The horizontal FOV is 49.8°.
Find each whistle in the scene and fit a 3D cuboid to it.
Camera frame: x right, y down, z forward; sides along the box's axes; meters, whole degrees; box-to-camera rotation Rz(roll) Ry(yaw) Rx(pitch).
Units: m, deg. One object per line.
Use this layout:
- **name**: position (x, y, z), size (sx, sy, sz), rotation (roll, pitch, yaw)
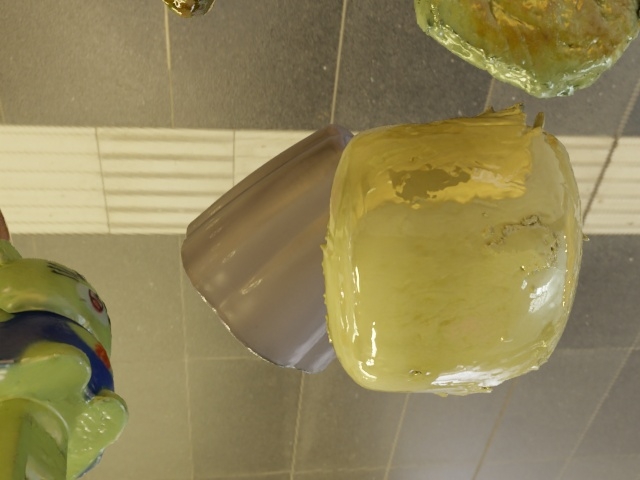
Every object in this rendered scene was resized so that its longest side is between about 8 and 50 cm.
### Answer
- **whistle**: position (-0.154, 0.077, 0.369), size (0.085, 0.227, 0.105), rotation (-30, 121, -3)

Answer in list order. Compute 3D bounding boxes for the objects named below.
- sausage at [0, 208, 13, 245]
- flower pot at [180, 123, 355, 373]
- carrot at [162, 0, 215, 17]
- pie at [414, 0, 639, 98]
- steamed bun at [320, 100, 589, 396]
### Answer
- **sausage**: position (-0.474, -0.052, 0.869), size (0.109, 0.270, 0.109), rotation (-36, 164, -12)
- **flower pot**: position (0.000, 0.000, 0.883), size (0.243, 0.265, 0.265), rotation (-41, 124, 18)
- **carrot**: position (-0.132, -0.405, 0.806), size (0.114, 0.114, 0.302), rotation (14, 148, -19)
- **pie**: position (0.362, -0.439, 1.199), size (0.395, 0.418, 0.180), rotation (34, 158, -4)
- **steamed bun**: position (0.117, 0.025, 0.613), size (0.232, 0.166, 0.272), rotation (4, 119, 4)
